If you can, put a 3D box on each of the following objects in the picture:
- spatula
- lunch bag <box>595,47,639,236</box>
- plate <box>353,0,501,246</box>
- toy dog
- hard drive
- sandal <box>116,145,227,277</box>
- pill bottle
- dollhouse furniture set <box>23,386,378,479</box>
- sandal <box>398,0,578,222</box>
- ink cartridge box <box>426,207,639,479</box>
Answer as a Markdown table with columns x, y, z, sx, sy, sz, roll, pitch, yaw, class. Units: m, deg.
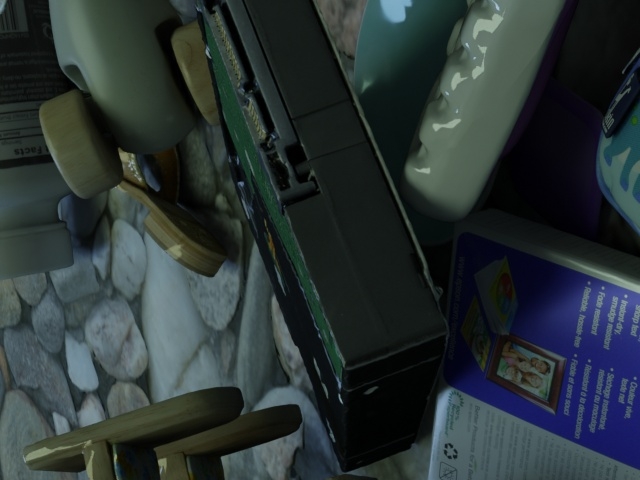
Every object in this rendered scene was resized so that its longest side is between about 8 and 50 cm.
| x | y | z | sx | sy | sz | roll | pitch | yaw | class |
| --- | --- | --- | --- | --- | --- | --- | --- | --- | --- |
| 0.113 | 0.038 | 0.800 | 0.084 | 0.030 | 0.297 | 47 | 134 | 44 | spatula |
| 0.226 | -0.025 | 0.554 | 0.219 | 0.090 | 0.176 | 60 | 140 | 26 | lunch bag |
| 0.071 | -0.091 | 0.821 | 0.188 | 0.024 | 0.188 | 175 | 90 | -65 | plate |
| -0.169 | -0.198 | 1.067 | 0.161 | 0.220 | 0.334 | 88 | 178 | -87 | toy dog |
| 0.000 | 0.000 | 0.810 | 0.339 | 0.064 | 0.237 | 85 | 164 | -71 | hard drive |
| -0.144 | -0.067 | 1.163 | 0.240 | 0.088 | 0.079 | 43 | 102 | 35 | sandal |
| -0.336 | -0.121 | 1.331 | 0.176 | 0.176 | 0.319 | -3 | 96 | 58 | pill bottle |
| -0.029 | 0.262 | 0.798 | 0.394 | 0.256 | 0.362 | 35 | -142 | -69 | dollhouse furniture set |
| 0.151 | -0.173 | 0.600 | 0.169 | 0.102 | 0.416 | -70 | 3 | -49 | sandal |
| 0.156 | 0.107 | 0.726 | 0.208 | 0.045 | 0.206 | 23 | 120 | 37 | ink cartridge box |
